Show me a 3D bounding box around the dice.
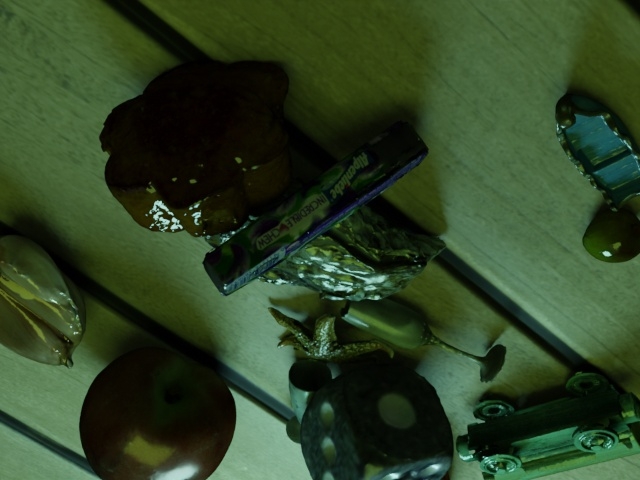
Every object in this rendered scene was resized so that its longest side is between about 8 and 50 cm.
[{"bbox_3d":[0.086,0.313,1.416,0.181,0.182,0.183,-1,137,-30],"label":"dice"}]

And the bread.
[{"bbox_3d":[-0.151,-0.108,1.105,0.246,0.232,0.135,-8,138,7],"label":"bread"}]

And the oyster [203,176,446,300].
[{"bbox_3d":[0.005,0.000,1.239,0.350,0.158,0.162,9,174,-8],"label":"oyster"}]

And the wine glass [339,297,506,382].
[{"bbox_3d":[0.149,0.140,1.370,0.262,0.074,0.074,23,130,-9],"label":"wine glass"}]

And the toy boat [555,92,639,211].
[{"bbox_3d":[0.344,-0.112,1.114,0.075,0.077,0.185,-27,122,29],"label":"toy boat"}]

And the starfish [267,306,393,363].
[{"bbox_3d":[0.013,0.150,1.386,0.208,0.053,0.176,11,149,11],"label":"starfish"}]

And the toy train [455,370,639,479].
[{"bbox_3d":[0.377,0.326,1.452,0.307,0.126,0.189,-22,124,25],"label":"toy train"}]

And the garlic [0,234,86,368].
[{"bbox_3d":[-0.453,0.091,1.402,0.217,0.110,0.228,-16,116,36],"label":"garlic"}]

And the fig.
[{"bbox_3d":[0.388,-0.004,1.208,0.074,0.074,0.088,38,147,-22],"label":"fig"}]

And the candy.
[{"bbox_3d":[-0.008,-0.040,1.112,0.061,0.312,0.088,54,166,5],"label":"candy"}]

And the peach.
[{"bbox_3d":[-0.267,0.302,1.469,0.252,0.252,0.252,5,131,5],"label":"peach"}]

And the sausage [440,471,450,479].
[{"bbox_3d":[0.170,0.458,1.599,0.133,0.133,0.258,1,130,8],"label":"sausage"}]

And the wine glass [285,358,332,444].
[{"bbox_3d":[-0.020,0.272,1.508,0.073,0.073,0.155,7,133,3],"label":"wine glass"}]
